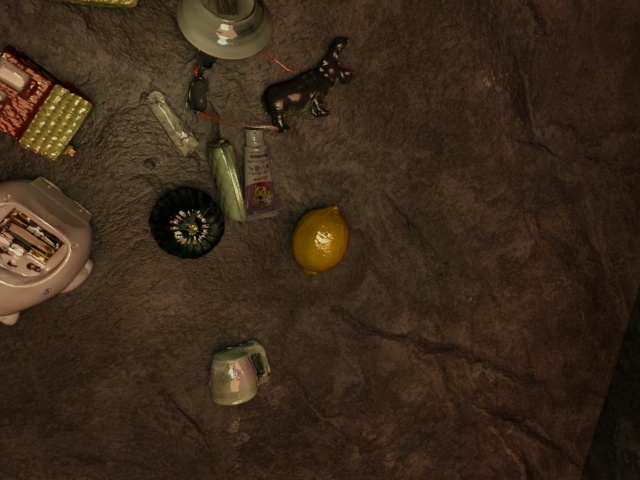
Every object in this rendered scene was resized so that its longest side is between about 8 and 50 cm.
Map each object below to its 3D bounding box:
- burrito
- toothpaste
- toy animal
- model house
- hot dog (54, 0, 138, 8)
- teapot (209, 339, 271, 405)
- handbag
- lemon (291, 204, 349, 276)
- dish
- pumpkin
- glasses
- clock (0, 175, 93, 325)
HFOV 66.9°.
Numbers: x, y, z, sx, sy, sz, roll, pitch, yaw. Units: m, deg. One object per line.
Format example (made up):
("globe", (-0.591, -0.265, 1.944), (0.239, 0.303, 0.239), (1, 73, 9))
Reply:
("burrito", (-0.430, -0.339, 1.409), (0.064, 0.064, 0.203), (-35, 115, -4))
("toothpaste", (-0.197, -0.205, 1.527), (0.114, 0.073, 0.299), (-14, 118, -24))
("toy animal", (-0.019, -0.462, 1.477), (0.343, 0.106, 0.168), (-39, 108, -9))
("model house", (-0.728, -0.343, 1.261), (0.254, 0.160, 0.196), (36, 94, -26))
("hot dog", (-0.592, -0.649, 1.247), (0.242, 0.073, 0.084), (-2, 104, -14))
("teapot", (-0.273, 0.451, 1.665), (0.221, 0.163, 0.178), (-7, 102, -15))
("handbag", (-0.268, -0.170, 1.429), (0.079, 0.219, 0.256), (-16, 110, -15))
("lemon", (0.000, 0.000, 1.587), (0.188, 0.188, 0.257), (17, 105, -22))
("dish", (-0.249, -0.617, 1.289), (0.260, 0.085, 0.260), (5, 71, -14))
("pumpkin", (-0.398, -0.051, 1.458), (0.220, 0.162, 0.221), (-9, 110, -27))
("glasses", (-0.229, -0.439, 1.355), (0.268, 0.118, 0.234), (19, 101, 10))
("clock", (-0.825, 0.036, 1.301), (0.377, 0.250, 0.368), (-46, 114, 1))
